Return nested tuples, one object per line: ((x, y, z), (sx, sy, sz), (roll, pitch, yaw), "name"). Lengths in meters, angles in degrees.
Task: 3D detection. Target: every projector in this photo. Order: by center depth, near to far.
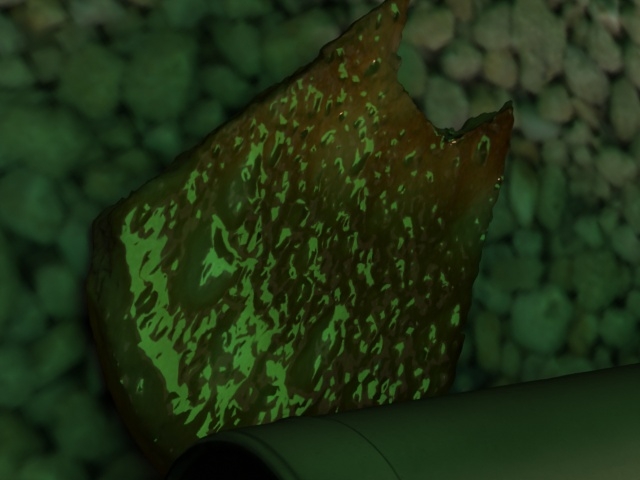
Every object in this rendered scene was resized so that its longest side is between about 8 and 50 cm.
((0.103, 0.106, 0.454), (0.338, 0.108, 0.108), (-3, 79, -37), "projector")

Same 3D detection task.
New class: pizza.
((0.000, 0.000, 0.493), (0.181, 0.034, 0.262), (30, 68, -18), "pizza")
